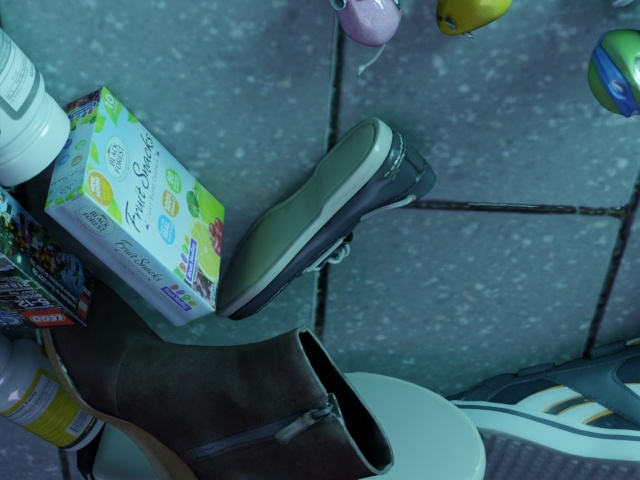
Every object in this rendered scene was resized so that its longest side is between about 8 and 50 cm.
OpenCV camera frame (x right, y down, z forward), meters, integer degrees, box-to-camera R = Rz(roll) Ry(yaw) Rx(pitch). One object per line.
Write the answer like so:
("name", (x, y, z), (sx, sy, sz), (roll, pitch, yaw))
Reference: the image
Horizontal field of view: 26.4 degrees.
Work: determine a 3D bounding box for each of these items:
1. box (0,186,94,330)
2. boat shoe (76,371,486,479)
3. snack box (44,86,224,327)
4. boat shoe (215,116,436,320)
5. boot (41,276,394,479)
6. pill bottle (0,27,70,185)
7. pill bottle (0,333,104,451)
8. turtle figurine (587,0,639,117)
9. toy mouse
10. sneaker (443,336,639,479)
("box", (-0.299, 0.017, 0.955), (0.233, 0.044, 0.159), (-4, 153, 17))
("boat shoe", (-0.022, 0.200, 1.150), (0.340, 0.127, 0.158), (2, 145, 18))
("snack box", (-0.121, -0.021, 0.923), (0.037, 0.100, 0.141), (-23, 132, 24))
("boat shoe", (0.000, 0.000, 0.966), (0.065, 0.075, 0.206), (29, 126, -24))
("boot", (-0.078, 0.095, 0.991), (0.207, 0.090, 0.248), (-31, 95, 39))
("pill bottle", (-0.223, -0.101, 0.853), (0.078, 0.078, 0.137), (-20, 133, 21))
("pill bottle", (-0.233, 0.119, 1.102), (0.065, 0.065, 0.116), (-31, 128, 29))
("turtle figurine", (0.283, -0.125, 0.710), (0.266, 0.275, 0.198), (-38, 95, 7))
("toy mouse", (0.048, -0.161, 0.820), (0.143, 0.031, 0.161), (28, 131, -27))
("sneaker", (0.232, 0.152, 1.107), (0.321, 0.127, 0.126), (3, 138, 36))
